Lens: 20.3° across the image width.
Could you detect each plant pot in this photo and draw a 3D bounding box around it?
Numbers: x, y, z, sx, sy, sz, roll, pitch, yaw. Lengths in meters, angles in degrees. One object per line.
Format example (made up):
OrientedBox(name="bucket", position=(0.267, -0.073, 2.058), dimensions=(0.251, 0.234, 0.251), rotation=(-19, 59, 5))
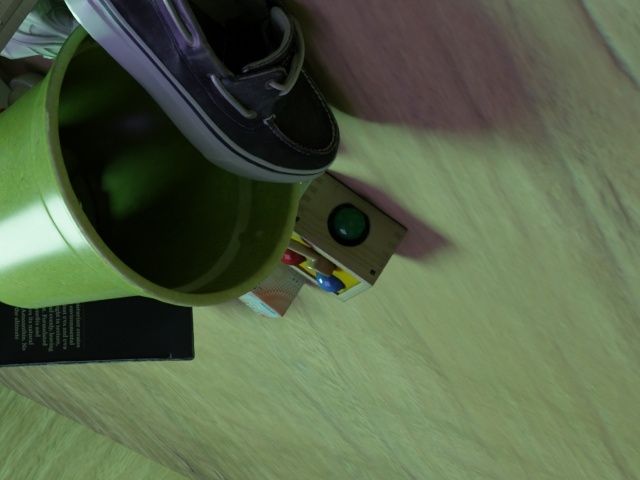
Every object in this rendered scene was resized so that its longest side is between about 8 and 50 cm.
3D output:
OrientedBox(name="plant pot", position=(-0.204, -0.051, 1.620), dimensions=(0.254, 0.276, 0.276), rotation=(-18, 130, 44))

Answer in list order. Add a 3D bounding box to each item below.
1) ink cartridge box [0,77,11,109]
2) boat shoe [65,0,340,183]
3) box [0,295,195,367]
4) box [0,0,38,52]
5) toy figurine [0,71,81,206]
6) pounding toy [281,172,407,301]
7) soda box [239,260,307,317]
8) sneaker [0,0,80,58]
OrientedBox(name="ink cartridge box", position=(-0.461, -0.195, 2.166), dimensions=(0.180, 0.060, 0.104), rotation=(21, 160, 35))
OrientedBox(name="boat shoe", position=(-0.072, -0.150, 1.495), dimensions=(0.119, 0.121, 0.335), rotation=(-11, 148, 36))
OrientedBox(name="box", position=(-0.349, 0.071, 2.282), dimensions=(0.294, 0.183, 0.296), rotation=(0, 177, -26))
OrientedBox(name="box", position=(-0.251, -0.224, 1.424), dimensions=(0.056, 0.231, 0.183), rotation=(38, 163, -20))
OrientedBox(name="toy figurine", position=(-0.264, -0.082, 2.004), dimensions=(0.209, 0.148, 0.213), rotation=(7, 148, 43))
OrientedBox(name="pounding toy", position=(0.000, 0.000, 1.807), dimensions=(0.130, 0.100, 0.141), rotation=(35, 163, -7))
OrientedBox(name="soda box", position=(-0.106, 0.015, 2.100), dimensions=(0.183, 0.063, 0.058), rotation=(39, 162, -21))
OrientedBox(name="sneaker", position=(-0.284, -0.210, 1.604), dimensions=(0.115, 0.090, 0.232), rotation=(-25, 151, 28))
